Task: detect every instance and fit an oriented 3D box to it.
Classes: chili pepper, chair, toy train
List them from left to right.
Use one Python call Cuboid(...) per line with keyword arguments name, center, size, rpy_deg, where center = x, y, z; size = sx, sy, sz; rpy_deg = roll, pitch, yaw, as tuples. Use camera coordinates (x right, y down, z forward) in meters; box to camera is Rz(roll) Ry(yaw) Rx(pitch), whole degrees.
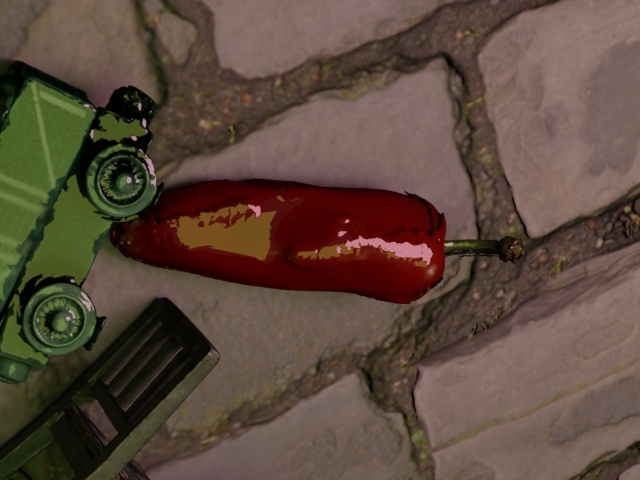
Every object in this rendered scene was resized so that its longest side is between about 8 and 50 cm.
Cuboid(name="toy train", center=(-0.231, -0.014, 1.023), size=(0.154, 0.115, 0.269), rpy_deg=(25, 96, -25))
Cuboid(name="chair", center=(-0.176, 0.207, 1.127), size=(0.270, 0.136, 0.147), rpy_deg=(-43, 122, -8))
Cuboid(name="chili pepper", center=(0.000, 0.000, 1.159), size=(0.388, 0.110, 0.110), rpy_deg=(5, 106, -21))
